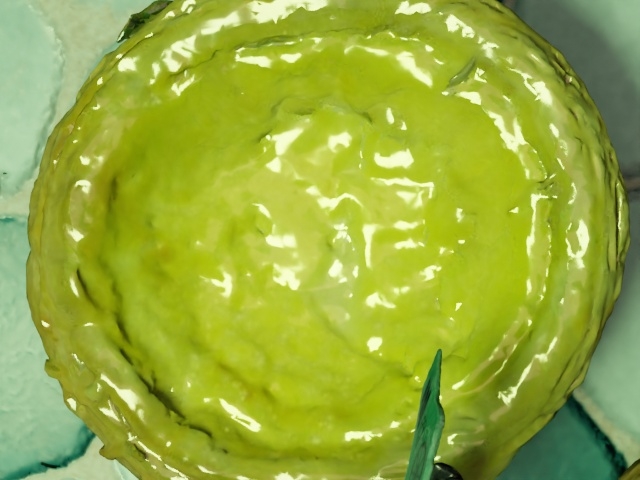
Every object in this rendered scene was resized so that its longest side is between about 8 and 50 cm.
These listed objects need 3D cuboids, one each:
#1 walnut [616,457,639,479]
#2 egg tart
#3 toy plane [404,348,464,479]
[{"bbox_3d":[0.264,0.195,0.850,0.213,0.213,0.213,0,92,3],"label":"walnut"},{"bbox_3d":[0.000,0.000,0.878,0.345,0.132,0.345,0,93,3],"label":"egg tart"},{"bbox_3d":[-0.001,0.233,0.793,0.106,0.155,0.381,17,126,-3],"label":"toy plane"}]
